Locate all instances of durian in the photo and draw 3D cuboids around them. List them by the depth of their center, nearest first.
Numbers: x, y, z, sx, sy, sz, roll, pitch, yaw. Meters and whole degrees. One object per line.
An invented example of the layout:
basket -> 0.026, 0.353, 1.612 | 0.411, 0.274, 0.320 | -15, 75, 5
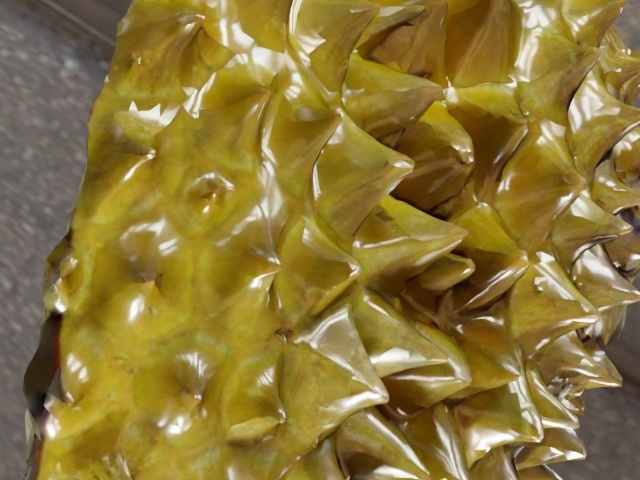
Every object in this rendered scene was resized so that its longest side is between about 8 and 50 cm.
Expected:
durian -> 0.010, 0.005, 0.461 | 0.138, 0.183, 0.250 | 18, 70, -4
